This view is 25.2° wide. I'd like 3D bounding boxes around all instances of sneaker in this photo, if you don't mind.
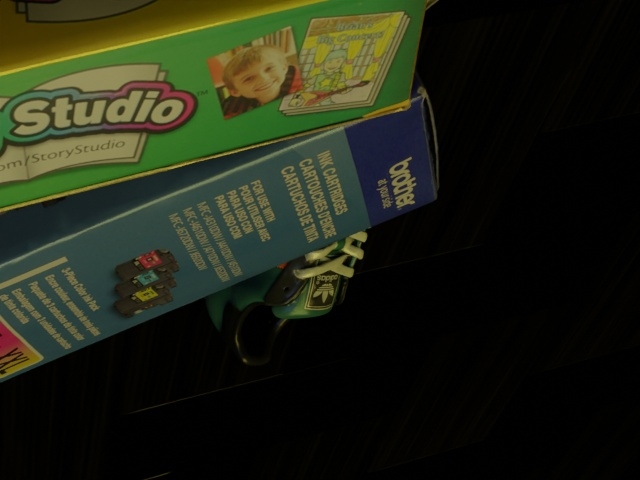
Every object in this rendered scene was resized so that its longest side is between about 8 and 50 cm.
[{"bbox_3d":[0.000,0.000,1.295,0.108,0.121,0.302,2,142,-40],"label":"sneaker"}]

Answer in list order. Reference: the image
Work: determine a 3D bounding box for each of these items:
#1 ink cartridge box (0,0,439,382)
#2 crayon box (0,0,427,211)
[{"bbox_3d":[-0.102,-0.112,0.864,0.395,0.270,0.151,-22,157,-3],"label":"ink cartridge box"},{"bbox_3d":[-0.175,-0.165,0.670,0.363,0.313,0.106,-15,151,-15],"label":"crayon box"}]
